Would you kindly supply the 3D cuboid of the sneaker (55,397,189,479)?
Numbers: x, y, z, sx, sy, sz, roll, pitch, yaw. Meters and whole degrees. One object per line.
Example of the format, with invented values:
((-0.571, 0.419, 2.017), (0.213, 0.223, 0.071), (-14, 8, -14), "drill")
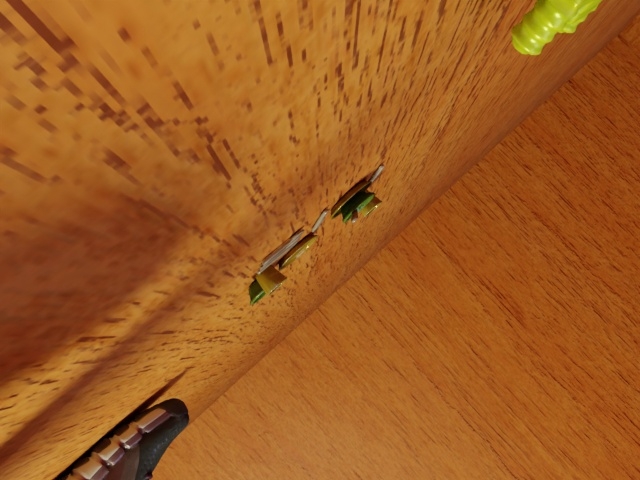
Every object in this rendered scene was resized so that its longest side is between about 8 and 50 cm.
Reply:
((-0.215, 0.307, 0.714), (0.281, 0.162, 0.106), (-39, 173, -26), "sneaker")

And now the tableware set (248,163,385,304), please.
((0.000, 0.000, 0.608), (0.154, 0.024, 0.104), (-40, 174, -25), "tableware set")

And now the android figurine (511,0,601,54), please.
((0.185, -0.193, 0.298), (0.248, 0.056, 0.273), (-36, 170, -49), "android figurine")
